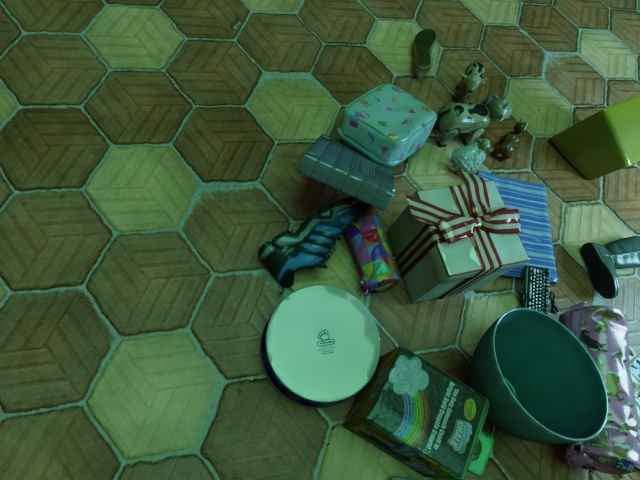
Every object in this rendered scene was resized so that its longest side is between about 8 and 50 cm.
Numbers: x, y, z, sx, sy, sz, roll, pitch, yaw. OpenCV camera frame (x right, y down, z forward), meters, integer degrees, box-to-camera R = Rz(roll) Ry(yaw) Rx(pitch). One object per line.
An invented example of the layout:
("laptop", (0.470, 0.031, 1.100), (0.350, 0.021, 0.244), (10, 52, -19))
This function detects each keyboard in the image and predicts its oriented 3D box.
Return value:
("keyboard", (0.600, 0.162, 1.260), (0.108, 0.023, 0.180), (12, 77, -12))

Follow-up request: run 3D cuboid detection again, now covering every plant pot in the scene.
("plant pot", (0.919, -0.315, 1.480), (0.212, 0.212, 0.187), (-22, 85, -21))
("plant pot", (0.456, 0.328, 1.059), (0.290, 0.195, 0.290), (14, 50, -17))

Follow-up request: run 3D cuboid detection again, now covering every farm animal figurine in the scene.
("farm animal figurine", (0.481, -0.399, 1.423), (0.326, 0.172, 0.330), (-23, 73, -21))

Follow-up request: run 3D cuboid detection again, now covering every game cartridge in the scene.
("game cartridge", (0.076, -0.180, 1.179), (0.230, 0.068, 0.355), (28, 21, -3))

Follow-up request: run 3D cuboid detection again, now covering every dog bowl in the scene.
("dog bowl", (-0.001, 0.239, 1.059), (0.264, 0.104, 0.265), (5, 65, -11))

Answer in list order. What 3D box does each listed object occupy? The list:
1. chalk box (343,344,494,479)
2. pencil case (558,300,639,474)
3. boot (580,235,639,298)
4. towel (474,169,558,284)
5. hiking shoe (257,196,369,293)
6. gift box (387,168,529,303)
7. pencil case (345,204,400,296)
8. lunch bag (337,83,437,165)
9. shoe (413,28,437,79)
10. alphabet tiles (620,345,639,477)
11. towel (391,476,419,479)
("chalk box", (0.229, 0.392, 1.005), (0.289, 0.179, 0.180), (33, 62, 2))
("pencil case", (0.673, 0.351, 1.127), (0.160, 0.167, 0.386), (0, 61, 23))
("boot", (0.893, 0.075, 1.370), (0.208, 0.076, 0.190), (0, 68, -20))
("towel", (0.571, -0.044, 1.359), (0.243, 0.040, 0.336), (10, 64, -9))
("hiking shoe", (0.000, 0.000, 1.149), (0.304, 0.113, 0.132), (-31, 92, 2))
("gift box", (0.320, -0.014, 1.163), (0.255, 0.258, 0.276), (-14, 71, -19))
("pencil case", (0.126, 0.021, 1.193), (0.104, 0.104, 0.236), (-9, 67, -17))
("lunch bag", (0.191, -0.339, 1.335), (0.224, 0.108, 0.279), (34, 46, 16))
("shoe", (0.348, -0.633, 1.569), (0.076, 0.058, 0.219), (8, 59, 13))
("alphabet tiles", (0.789, 0.425, 1.212), (0.285, 0.011, 0.343), (-28, 75, -23))
("towel", (0.237, 0.638, 0.934), (0.187, 0.049, 0.282), (0, 63, 8))
